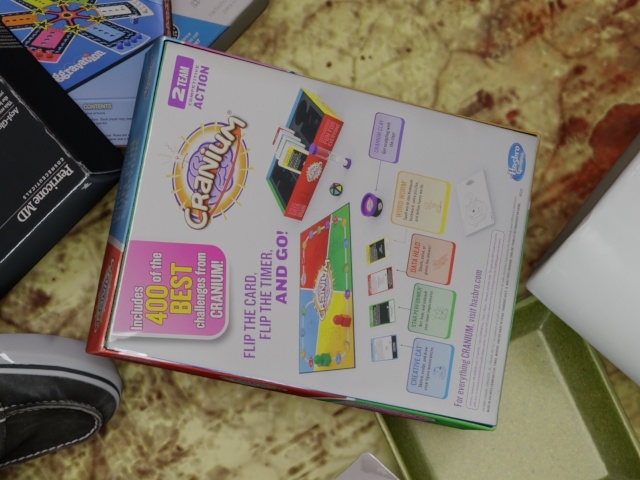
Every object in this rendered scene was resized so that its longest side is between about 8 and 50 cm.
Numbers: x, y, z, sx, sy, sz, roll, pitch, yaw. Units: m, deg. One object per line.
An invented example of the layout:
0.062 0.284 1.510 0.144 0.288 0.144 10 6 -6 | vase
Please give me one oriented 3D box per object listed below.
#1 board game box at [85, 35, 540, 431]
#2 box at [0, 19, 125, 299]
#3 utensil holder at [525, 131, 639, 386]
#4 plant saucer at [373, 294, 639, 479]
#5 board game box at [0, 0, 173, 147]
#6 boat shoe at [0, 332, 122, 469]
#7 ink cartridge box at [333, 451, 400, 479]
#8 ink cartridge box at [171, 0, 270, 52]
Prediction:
0.000 0.000 1.222 0.317 0.064 0.242 14 79 -17 | board game box
-0.307 -0.032 1.233 0.261 0.103 0.184 -43 83 14 | box
0.399 0.035 1.202 0.385 0.327 0.327 40 81 5 | utensil holder
0.151 0.158 1.303 0.188 0.045 0.188 -24 84 -7 | plant saucer
-0.254 -0.145 1.275 0.281 0.027 0.145 0 101 13 | board game box
-0.294 0.154 1.183 0.335 0.121 0.119 -5 48 -32 | boat shoe
0.064 0.275 1.240 0.198 0.067 0.115 45 122 4 | ink cartridge box
-0.154 -0.223 1.323 0.191 0.082 0.139 41 74 2 | ink cartridge box
